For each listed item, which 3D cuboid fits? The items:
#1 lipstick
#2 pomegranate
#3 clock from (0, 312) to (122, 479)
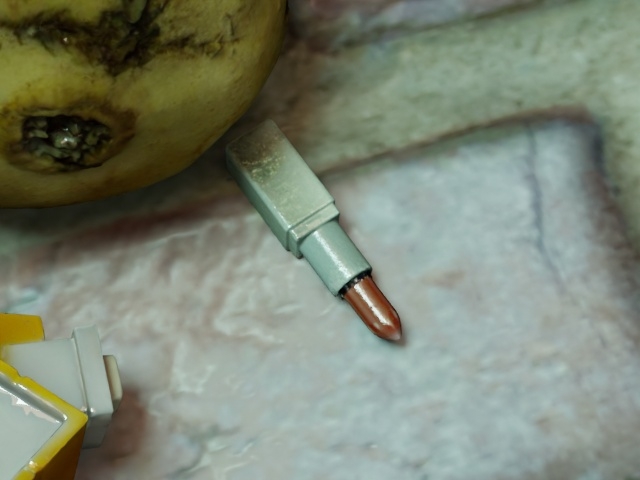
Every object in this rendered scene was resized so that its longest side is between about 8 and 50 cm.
[{"bbox_3d":[0.000,0.000,0.742,0.030,0.030,0.129,-32,73,-14],"label":"lipstick"},{"bbox_3d":[-0.130,-0.136,0.674,0.260,0.260,0.260,1,69,-2],"label":"pomegranate"},{"bbox_3d":[-0.220,0.120,0.588,0.309,0.166,0.235,-6,63,-20],"label":"clock"}]
